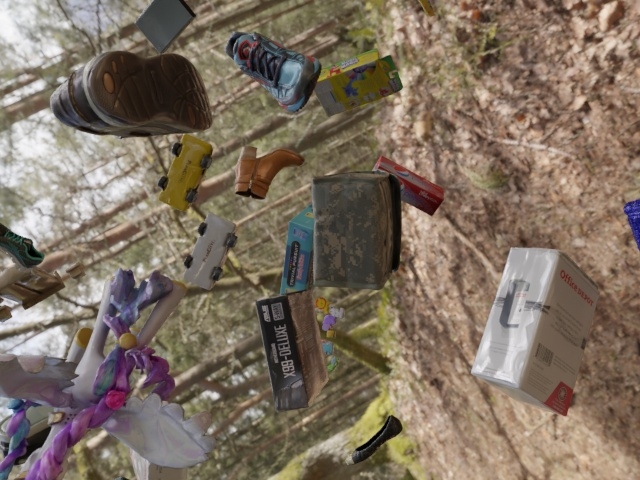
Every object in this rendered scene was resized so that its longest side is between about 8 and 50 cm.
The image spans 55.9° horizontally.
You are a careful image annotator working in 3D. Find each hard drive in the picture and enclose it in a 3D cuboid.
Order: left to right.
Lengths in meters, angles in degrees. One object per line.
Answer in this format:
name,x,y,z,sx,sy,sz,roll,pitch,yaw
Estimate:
hard drive,-0.362,-0.517,1.408,0.094,0.135,0.022,50,-146,-9

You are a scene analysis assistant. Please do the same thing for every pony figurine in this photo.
pony figurine,-0.316,0.208,0.859,0.303,0.351,0.363,32,-138,-17

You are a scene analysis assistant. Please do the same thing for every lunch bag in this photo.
lunch bag,0.092,-0.035,1.332,0.287,0.169,0.235,-31,-58,-71

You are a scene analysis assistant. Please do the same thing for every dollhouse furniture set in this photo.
dollhouse furniture set,-0.906,0.083,1.700,0.173,0.356,0.303,57,171,14

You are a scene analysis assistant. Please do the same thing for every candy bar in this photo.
candy bar,0.258,-0.662,1.586,0.018,0.040,0.161,-20,104,42

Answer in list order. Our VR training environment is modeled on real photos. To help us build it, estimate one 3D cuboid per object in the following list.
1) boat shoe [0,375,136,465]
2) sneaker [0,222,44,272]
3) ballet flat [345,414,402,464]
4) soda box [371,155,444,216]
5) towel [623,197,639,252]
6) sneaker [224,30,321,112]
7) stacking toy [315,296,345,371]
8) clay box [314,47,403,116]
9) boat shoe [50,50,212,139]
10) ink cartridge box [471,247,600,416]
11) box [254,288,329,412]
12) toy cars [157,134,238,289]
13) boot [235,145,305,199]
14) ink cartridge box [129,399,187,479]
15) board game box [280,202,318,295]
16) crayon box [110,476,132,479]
boat shoe,-0.545,0.382,1.320,0.114,0.303,0.091,22,119,43
sneaker,-0.754,0.005,1.500,0.065,0.076,0.166,-89,-25,-48
ballet flat,0.130,0.501,1.513,0.049,0.173,0.057,50,-178,-4
soda box,0.307,-0.194,2.145,0.263,0.083,0.092,26,-147,-6
towel,0.644,-0.005,0.905,0.076,0.308,0.227,3,-111,-53
sneaker,-0.098,-0.310,1.079,0.125,0.104,0.262,16,-164,-36
stacking toy,0.020,0.299,1.890,0.167,0.052,0.221,37,-122,-66
clay box,0.097,-0.422,1.603,0.127,0.222,0.053,55,-156,-49
boat shoe,-0.292,-0.230,0.971,0.355,0.130,0.132,-21,-78,-73
ink cartridge box,0.340,0.139,0.942,0.159,0.217,0.092,34,163,-36
box,-0.057,0.242,1.411,0.307,0.077,0.242,9,-110,-81
toy cars,-0.305,-0.073,1.550,0.087,0.177,0.393,-25,-82,-79
boot,-0.149,-0.189,1.743,0.073,0.197,0.152,81,-166,-66
ink cartridge box,-0.487,0.638,1.799,0.283,0.117,0.207,38,126,56
board game box,0.000,0.000,1.808,0.079,0.336,0.253,19,121,18
crayon box,-0.389,0.681,1.243,0.202,0.081,0.318,46,-150,-40
